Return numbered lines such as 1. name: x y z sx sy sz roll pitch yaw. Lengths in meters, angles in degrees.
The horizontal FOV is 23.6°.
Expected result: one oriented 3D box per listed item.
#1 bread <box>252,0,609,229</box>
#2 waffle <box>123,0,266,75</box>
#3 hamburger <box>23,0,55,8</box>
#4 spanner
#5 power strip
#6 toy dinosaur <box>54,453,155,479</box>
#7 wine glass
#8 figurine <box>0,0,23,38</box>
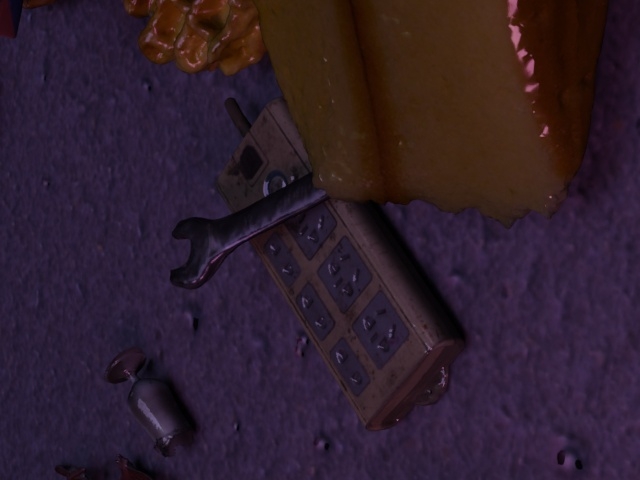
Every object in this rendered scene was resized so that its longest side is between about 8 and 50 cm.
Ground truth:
1. bread: 0.081 -0.214 0.887 0.233 0.245 0.361 13 127 42
2. waffle: -0.070 -0.208 1.063 0.160 0.055 0.211 52 125 33
3. hamburger: -0.239 -0.255 1.221 0.147 0.083 0.138 -16 80 49
4. spanner: -0.002 -0.034 0.978 0.255 0.015 0.054 -27 65 26
5. power strip: 0.000 0.000 1.014 0.092 0.034 0.268 -53 56 33
6. toy dinosaur: -0.182 0.223 1.217 0.220 0.032 0.108 -29 74 45
7. wine glass: -0.127 0.122 1.148 0.083 0.039 0.042 52 134 29
8. figurine: -0.210 -0.281 1.088 0.158 0.161 0.275 7 70 39
